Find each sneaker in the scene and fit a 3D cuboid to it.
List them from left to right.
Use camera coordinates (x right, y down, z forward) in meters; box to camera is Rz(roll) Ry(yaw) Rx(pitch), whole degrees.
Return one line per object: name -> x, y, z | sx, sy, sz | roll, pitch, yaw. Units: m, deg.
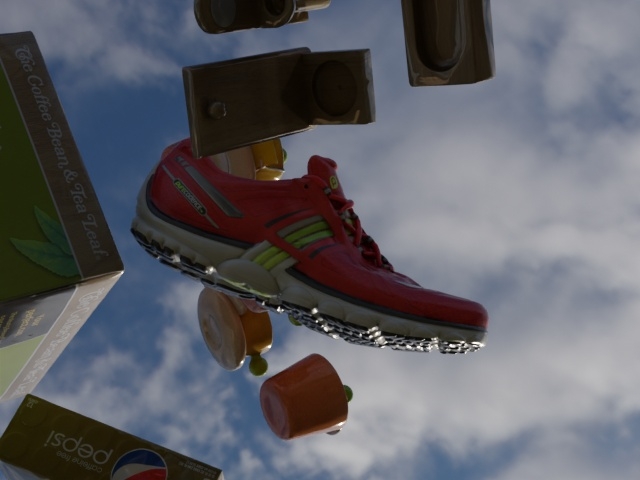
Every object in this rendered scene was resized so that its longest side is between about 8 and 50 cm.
sneaker -> 0.000, 0.000, 0.904 | 0.279, 0.107, 0.118 | 22, -99, 5

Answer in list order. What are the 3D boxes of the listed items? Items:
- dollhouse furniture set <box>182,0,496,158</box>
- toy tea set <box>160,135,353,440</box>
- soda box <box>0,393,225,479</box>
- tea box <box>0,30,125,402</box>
dollhouse furniture set -> 0.008, -0.131, 0.760 | 0.123, 0.151, 0.144 | -20, -72, -50
toy tea set -> -0.040, 0.022, 1.179 | 0.124, 0.200, 0.336 | -18, -79, -29
soda box -> -0.168, 0.190, 0.998 | 0.058, 0.181, 0.061 | 83, -151, -56
tea box -> -0.375, 0.027, 0.985 | 0.323, 0.220, 0.329 | -14, -16, -32
